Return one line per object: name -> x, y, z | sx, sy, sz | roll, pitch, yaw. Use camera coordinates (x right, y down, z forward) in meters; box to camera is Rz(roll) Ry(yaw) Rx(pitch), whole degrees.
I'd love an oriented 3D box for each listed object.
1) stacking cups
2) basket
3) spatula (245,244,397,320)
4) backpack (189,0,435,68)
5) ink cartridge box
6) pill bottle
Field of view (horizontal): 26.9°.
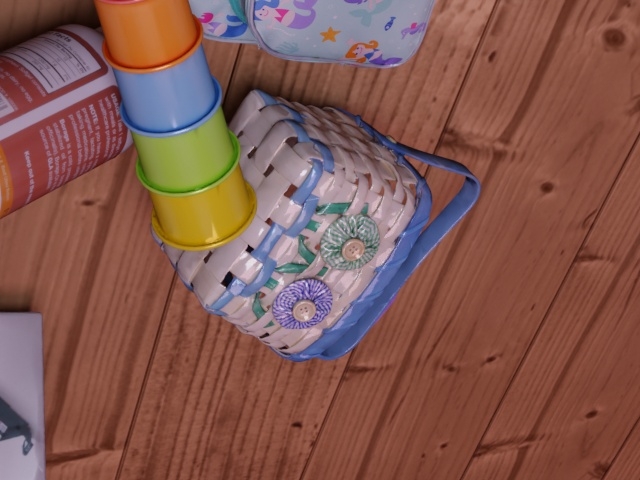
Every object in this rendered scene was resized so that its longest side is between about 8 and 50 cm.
stacking cups -> -0.120, -0.128, 1.047 | 0.096, 0.096, 0.316 | -19, 138, -7
basket -> 0.000, 0.000, 1.304 | 0.289, 0.201, 0.255 | 16, 116, -50
spatula -> -0.038, 0.025, 1.437 | 0.296, 0.030, 0.084 | 22, 118, -37
backpack -> -0.015, -0.259, 1.082 | 0.253, 0.191, 0.225 | 4, 130, -21
ink cartridge box -> -0.390, 0.206, 1.297 | 0.239, 0.275, 0.060 | 1, 170, -26
pill bottle -> -0.229, -0.107, 1.117 | 0.216, 0.121, 0.121 | -33, 145, -37
